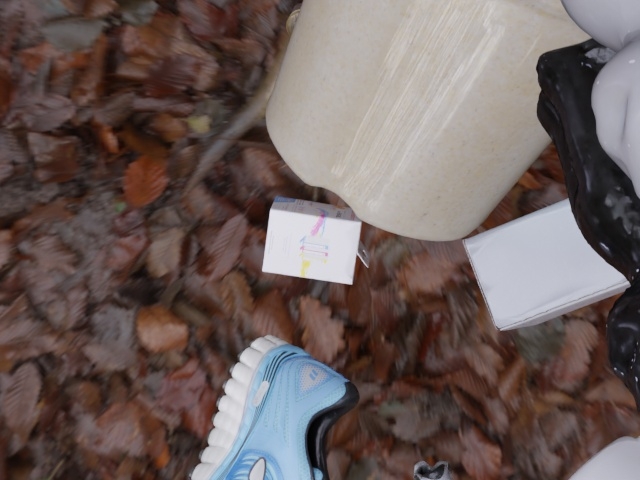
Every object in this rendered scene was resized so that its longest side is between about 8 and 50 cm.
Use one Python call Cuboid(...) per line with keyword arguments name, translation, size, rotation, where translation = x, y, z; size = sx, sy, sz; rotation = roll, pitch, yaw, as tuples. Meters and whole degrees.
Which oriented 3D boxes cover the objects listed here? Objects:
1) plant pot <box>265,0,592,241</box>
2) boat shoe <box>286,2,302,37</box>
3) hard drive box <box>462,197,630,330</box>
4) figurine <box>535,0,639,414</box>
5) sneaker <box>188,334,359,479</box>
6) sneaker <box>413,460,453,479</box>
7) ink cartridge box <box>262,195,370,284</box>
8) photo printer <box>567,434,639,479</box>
Cuboid(name="plant pot", translation=(0.110, -0.182, 1.047), size=(0.333, 0.334, 0.305), rotation=(30, 120, -1))
Cuboid(name="boat shoe", translation=(0.016, -0.236, 1.551), size=(0.056, 0.049, 0.152), rotation=(-23, 123, 26))
Cuboid(name="hard drive box", translation=(0.269, 0.001, 1.124), size=(0.232, 0.181, 0.089), rotation=(-23, 81, 18))
Cuboid(name="figurine", translation=(0.133, -0.045, 0.472), size=(0.092, 0.210, 0.215), rotation=(-8, 140, 9))
Cuboid(name="sneaker", translation=(-0.027, 0.130, 0.602), size=(0.073, 0.063, 0.162), rotation=(17, 79, 14))
Cuboid(name="sneaker", translation=(0.194, 0.410, 1.864), size=(0.086, 0.228, 0.132), rotation=(-24, 120, -16))
Cuboid(name="ink cartridge box", translation=(0.000, 0.000, 1.695), size=(0.143, 0.092, 0.090), rotation=(8, 104, 1))
Cuboid(name="photo printer", translation=(0.259, 0.259, 0.633), size=(0.107, 0.256, 0.307), rotation=(-42, 53, -6))
